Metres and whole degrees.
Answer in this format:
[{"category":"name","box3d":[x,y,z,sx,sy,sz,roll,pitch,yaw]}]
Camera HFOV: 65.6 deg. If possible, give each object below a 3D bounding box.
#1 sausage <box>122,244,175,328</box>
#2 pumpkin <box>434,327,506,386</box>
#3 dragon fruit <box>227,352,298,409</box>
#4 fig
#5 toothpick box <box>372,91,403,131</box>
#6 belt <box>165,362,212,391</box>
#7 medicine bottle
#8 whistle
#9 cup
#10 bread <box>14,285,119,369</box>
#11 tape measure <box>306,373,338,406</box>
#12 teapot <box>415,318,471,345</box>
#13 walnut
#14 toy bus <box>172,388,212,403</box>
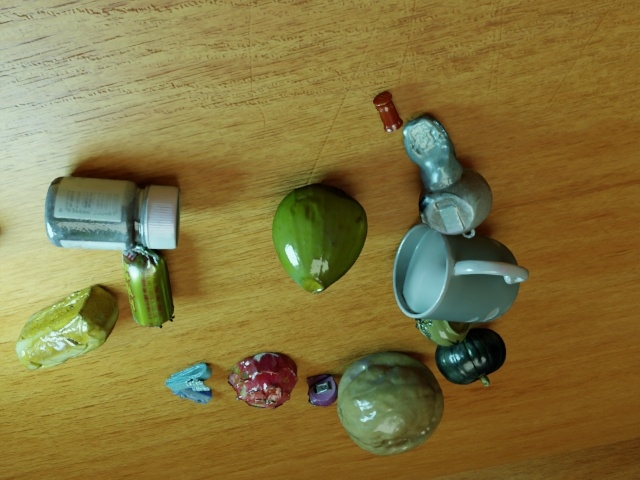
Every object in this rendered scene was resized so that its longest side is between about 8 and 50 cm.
[{"category":"sausage","box3d":[-0.468,0.108,1.349,0.117,0.125,0.317,-35,149,-35]},{"category":"pumpkin","box3d":[0.537,0.415,1.761,0.250,0.216,0.250,-24,156,-12]},{"category":"dragon fruit","box3d":[-0.208,0.496,1.793,0.262,0.163,0.189,-3,108,-6]},{"category":"fig","box3d":[0.000,0.000,1.219,0.239,0.271,0.239,1,155,1]},{"category":"toothpick box","box3d":[0.150,-0.288,1.109,0.047,0.047,0.083,-22,134,13]},{"category":"belt","box3d":[-0.473,0.506,1.778,0.179,0.100,0.065,-23,131,17]},{"category":"medicine bottle","box3d":[-0.470,-0.059,1.152,0.273,0.165,0.165,3,135,-14]},{"category":"whistle","box3d":[0.307,-0.155,1.223,0.189,0.189,0.347,-25,112,15]},{"category":"cup","box3d":[0.407,0.093,1.352,0.275,0.259,0.357,9,169,-24]},{"category":"bread","box3d":[-0.727,0.257,1.426,0.294,0.166,0.132,-28,133,17]},{"category":"tape measure","box3d":[0.006,0.581,1.923,0.125,0.118,0.074,-19,137,5]},{"category":"teapot","box3d":[0.381,0.261,1.645,0.269,0.173,0.182,29,150,-21]},{"category":"walnut","box3d":[0.245,0.604,1.854,0.384,0.383,0.383,-5,136,-5]},{"category":"toy bus","box3d":[-0.482,0.571,1.877,0.061,0.051,0.153,-43,128,14]}]
